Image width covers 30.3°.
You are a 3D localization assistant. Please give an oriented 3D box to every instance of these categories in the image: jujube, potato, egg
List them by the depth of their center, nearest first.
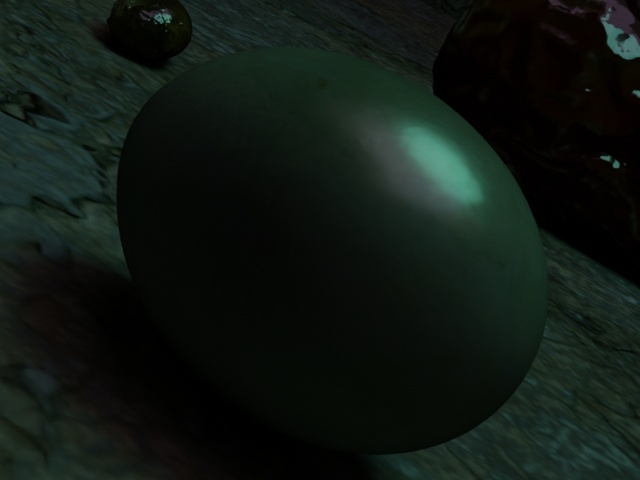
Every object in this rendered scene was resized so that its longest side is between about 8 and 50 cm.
[{"bbox_3d":[0.000,0.000,0.369,0.152,0.114,0.114,40,18,28],"label":"egg"},{"bbox_3d":[-0.104,-0.136,0.735,0.051,0.040,0.083,33,16,-10],"label":"potato"},{"bbox_3d":[0.253,-0.080,0.970,0.342,0.216,0.216,44,17,3],"label":"jujube"}]
